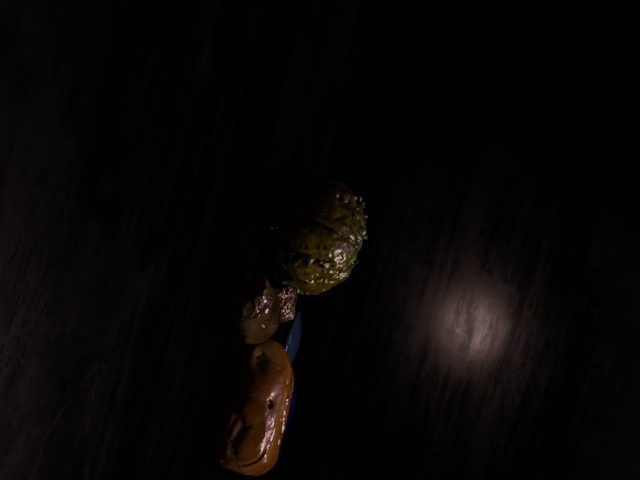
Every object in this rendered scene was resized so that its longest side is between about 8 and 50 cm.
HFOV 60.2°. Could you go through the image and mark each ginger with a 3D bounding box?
[{"bbox_3d":[-0.129,0.139,1.063,0.109,0.116,0.263,-32,169,-11],"label":"ginger"}]

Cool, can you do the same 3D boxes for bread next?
[{"bbox_3d":[-0.146,0.415,1.389,0.337,0.148,0.328,94,13,-67],"label":"bread"}]

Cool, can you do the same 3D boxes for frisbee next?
[{"bbox_3d":[-0.112,0.430,2.277,0.289,0.049,0.289,15,90,-85],"label":"frisbee"}]

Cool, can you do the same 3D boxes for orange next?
[{"bbox_3d":[0.000,0.000,1.375,0.300,0.223,0.301,-61,166,-48],"label":"orange"}]

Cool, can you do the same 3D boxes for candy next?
[{"bbox_3d":[-0.109,0.170,1.505,0.095,0.085,0.110,168,-74,-87],"label":"candy"}]

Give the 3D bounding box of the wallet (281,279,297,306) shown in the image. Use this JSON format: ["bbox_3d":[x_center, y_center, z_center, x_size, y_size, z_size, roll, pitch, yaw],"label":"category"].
[{"bbox_3d":[-0.073,0.100,1.734,0.202,0.059,0.141,-68,169,-49],"label":"wallet"}]

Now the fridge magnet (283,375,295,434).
[{"bbox_3d":[-0.151,0.518,1.679,0.265,0.113,0.265,11,90,-73],"label":"fridge magnet"}]
